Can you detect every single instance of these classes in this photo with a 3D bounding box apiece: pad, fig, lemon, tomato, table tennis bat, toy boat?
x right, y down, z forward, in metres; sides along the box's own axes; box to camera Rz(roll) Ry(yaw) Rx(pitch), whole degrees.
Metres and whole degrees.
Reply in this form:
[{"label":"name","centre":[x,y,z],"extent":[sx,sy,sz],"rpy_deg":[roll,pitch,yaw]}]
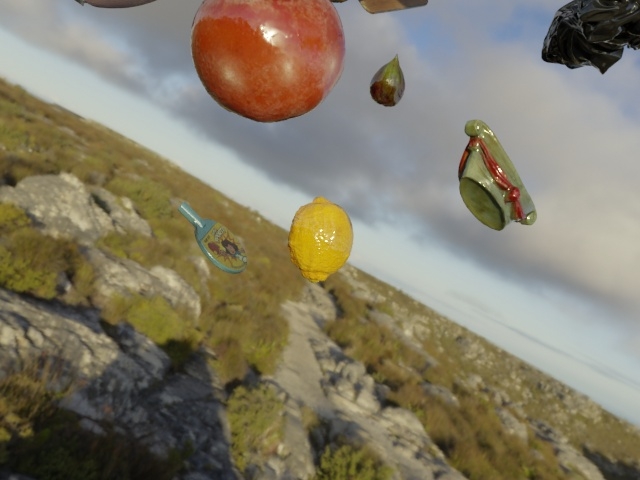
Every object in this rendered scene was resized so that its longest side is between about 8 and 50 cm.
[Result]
[{"label":"pad","centre":[0.130,-0.705,1.671],"extent":[0.286,0.018,0.284],"rpy_deg":[-27,82,-45]},{"label":"fig","centre":[0.207,-0.479,1.944],"extent":[0.103,0.154,0.109],"rpy_deg":[24,11,15]},{"label":"lemon","centre":[0.000,0.000,1.389],"extent":[0.142,0.187,0.142],"rpy_deg":[7,3,0]},{"label":"tomato","centre":[-0.070,-0.266,0.875],"extent":[0.208,0.208,0.184],"rpy_deg":[27,-34,46]},{"label":"table tennis bat","centre":[-0.184,-0.005,1.116],"extent":[0.155,0.019,0.100],"rpy_deg":[47,27,-10]},{"label":"toy boat","centre":[0.228,-0.071,0.857],"extent":[0.089,0.071,0.185],"rpy_deg":[5,-39,52]}]

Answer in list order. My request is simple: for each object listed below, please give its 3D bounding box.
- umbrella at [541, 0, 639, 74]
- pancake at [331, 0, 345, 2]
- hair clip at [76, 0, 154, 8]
[{"label":"umbrella","centre":[0.312,-0.237,0.700],"extent":[0.110,0.122,0.272],"rpy_deg":[60,11,5]},{"label":"pancake","centre":[0.055,-0.718,1.452],"extent":[0.065,0.356,0.356],"rpy_deg":[-9,27,-45]},{"label":"hair clip","centre":[-0.348,-0.561,1.363],"extent":[0.110,0.359,0.095],"rpy_deg":[-104,170,-75]}]
